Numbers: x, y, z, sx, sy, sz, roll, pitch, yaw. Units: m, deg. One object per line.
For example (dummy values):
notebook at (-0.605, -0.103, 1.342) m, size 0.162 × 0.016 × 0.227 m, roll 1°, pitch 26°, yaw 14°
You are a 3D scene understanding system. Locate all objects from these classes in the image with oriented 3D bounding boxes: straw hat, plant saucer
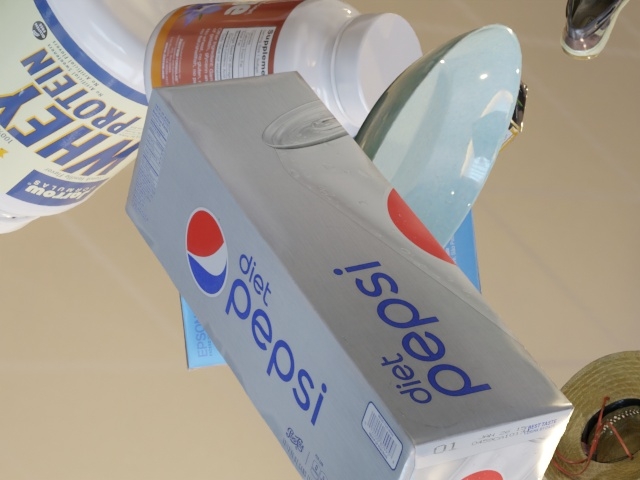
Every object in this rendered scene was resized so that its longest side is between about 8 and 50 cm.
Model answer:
straw hat at (0.259, 0.169, 1.452) m, size 0.144 × 0.061 × 0.144 m, roll -23°, pitch -137°, yaw 23°
plant saucer at (0.057, -0.052, 1.048) m, size 0.195 × 0.037 × 0.195 m, roll -47°, pitch 155°, yaw -30°

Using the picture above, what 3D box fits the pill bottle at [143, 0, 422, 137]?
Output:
pill bottle at (-0.029, -0.137, 1.391) m, size 0.216 × 0.121 × 0.121 m, roll 3°, pitch -116°, yaw 37°

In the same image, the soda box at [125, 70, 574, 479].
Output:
soda box at (0.004, 0.030, 0.883) m, size 0.286 × 0.098 × 0.091 m, roll 53°, pitch -40°, yaw 39°

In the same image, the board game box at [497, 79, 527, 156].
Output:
board game box at (0.097, -0.066, 1.422) m, size 0.170 × 0.048 × 0.141 m, roll -46°, pitch -171°, yaw 20°

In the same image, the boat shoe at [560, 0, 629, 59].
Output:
boat shoe at (0.264, -0.239, 1.572) m, size 0.049 × 0.056 × 0.152 m, roll 80°, pitch 28°, yaw -66°

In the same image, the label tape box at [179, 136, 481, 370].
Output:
label tape box at (0.000, 0.000, 1.880) m, size 0.106 × 0.334 × 0.240 m, roll -153°, pitch -123°, yaw -78°

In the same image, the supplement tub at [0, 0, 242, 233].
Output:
supplement tub at (-0.253, -0.168, 1.630) m, size 0.325 × 0.235 × 0.235 m, roll -35°, pitch -149°, yaw 36°
